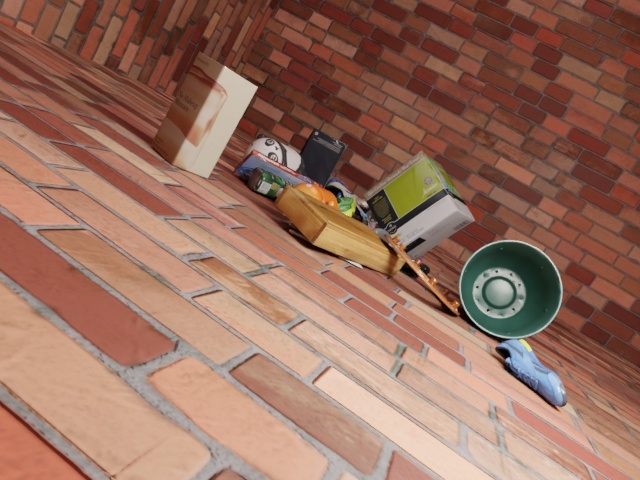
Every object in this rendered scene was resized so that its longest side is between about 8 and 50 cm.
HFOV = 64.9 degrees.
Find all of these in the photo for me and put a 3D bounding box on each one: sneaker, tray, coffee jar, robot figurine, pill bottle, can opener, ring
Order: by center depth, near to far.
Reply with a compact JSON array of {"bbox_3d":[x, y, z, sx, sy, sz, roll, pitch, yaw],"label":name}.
[{"bbox_3d":[0.492,0.316,1.194,0.082,0.069,0.209,-7,31,-13],"label":"sneaker"},{"bbox_3d":[0.070,-0.021,1.472,0.411,0.076,0.203,22,18,-49],"label":"tray"},{"bbox_3d":[0.321,0.098,1.568,0.336,0.032,0.336,46,7,-7],"label":"ring"},{"bbox_3d":[-0.025,-0.115,1.613,0.158,0.128,0.219,49,17,24],"label":"robot figurine"},{"bbox_3d":[-0.148,-0.175,1.701,0.184,0.079,0.096,23,12,-37],"label":"coffee jar"},{"bbox_3d":[0.345,0.108,1.812,0.170,0.051,0.089,19,14,-29],"label":"sneaker"},{"bbox_3d":[0.265,0.033,1.855,0.074,0.093,0.280,37,7,37],"label":"can opener"},{"bbox_3d":[-0.169,-0.291,1.937,0.209,0.173,0.278,28,6,33],"label":"robot figurine"},{"bbox_3d":[0.079,-0.147,2.126,0.123,0.109,0.295,33,10,-6],"label":"sneaker"},{"bbox_3d":[0.292,-0.069,2.370,0.184,0.103,0.103,28,10,-16],"label":"pill bottle"},{"bbox_3d":[0.130,-0.170,2.417,0.315,0.127,0.182,36,23,3],"label":"sneaker"}]

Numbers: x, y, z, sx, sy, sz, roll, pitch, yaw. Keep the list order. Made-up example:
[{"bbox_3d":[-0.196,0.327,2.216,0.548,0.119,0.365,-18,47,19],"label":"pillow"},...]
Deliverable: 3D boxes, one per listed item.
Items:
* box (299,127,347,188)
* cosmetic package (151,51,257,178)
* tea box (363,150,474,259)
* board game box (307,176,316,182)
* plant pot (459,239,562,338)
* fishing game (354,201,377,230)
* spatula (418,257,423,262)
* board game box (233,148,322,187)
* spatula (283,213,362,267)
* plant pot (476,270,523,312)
[{"bbox_3d":[-0.021,-0.375,2.435,0.183,0.294,0.296,27,10,-6],"label":"box"},{"bbox_3d":[-0.325,-0.345,1.399,0.153,0.296,0.129,38,11,38],"label":"cosmetic package"},{"bbox_3d":[0.418,-0.144,2.166,0.220,0.329,0.323,15,45,-53],"label":"tea box"},{"bbox_3d":[-0.123,-0.273,2.224,0.212,0.039,0.160,30,-13,2],"label":"board game box"},{"bbox_3d":[0.584,0.162,1.607,0.293,0.293,0.235,33,-2,15],"label":"plant pot"},{"bbox_3d":[0.225,-0.049,2.042,0.189,0.041,0.264,48,10,-35],"label":"fishing game"},{"bbox_3d":[0.394,0.022,2.421,0.084,0.030,0.296,21,13,-32],"label":"spatula"},{"bbox_3d":[-0.149,-0.214,1.771,0.281,0.145,0.027,25,54,-27],"label":"board game box"},{"bbox_3d":[0.000,0.000,1.445,0.242,0.019,0.168,26,16,-23],"label":"spatula"},{"bbox_3d":[0.654,0.180,1.829,0.195,0.290,0.290,-24,44,-31],"label":"plant pot"}]
